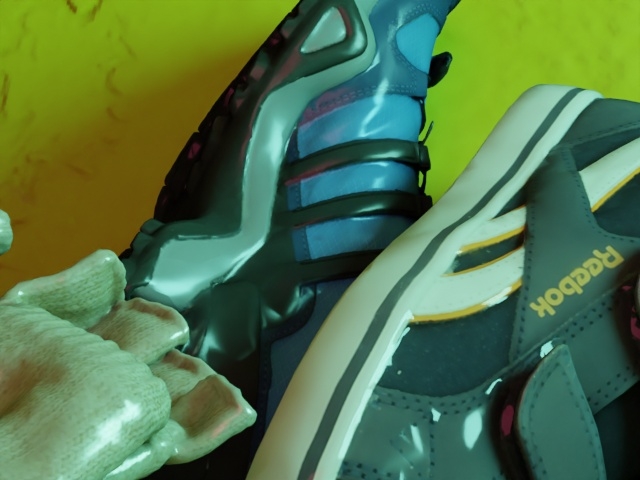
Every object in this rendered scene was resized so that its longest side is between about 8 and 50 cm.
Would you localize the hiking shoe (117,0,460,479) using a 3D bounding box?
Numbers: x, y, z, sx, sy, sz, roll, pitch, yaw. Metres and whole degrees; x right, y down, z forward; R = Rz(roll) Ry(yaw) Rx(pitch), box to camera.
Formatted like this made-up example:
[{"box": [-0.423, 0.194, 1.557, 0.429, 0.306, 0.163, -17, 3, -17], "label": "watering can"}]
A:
[{"box": [0.000, 0.000, 0.702, 0.132, 0.113, 0.304, 36, 57, -8], "label": "hiking shoe"}]

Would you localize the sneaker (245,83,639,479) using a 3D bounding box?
[{"box": [0.082, 0.051, 0.589, 0.127, 0.126, 0.321, 14, 43, 23], "label": "sneaker"}]

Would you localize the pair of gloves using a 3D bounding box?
[{"box": [-0.151, 0.030, 0.462, 0.204, 0.042, 0.240, -18, 29, -31], "label": "pair of gloves"}]
